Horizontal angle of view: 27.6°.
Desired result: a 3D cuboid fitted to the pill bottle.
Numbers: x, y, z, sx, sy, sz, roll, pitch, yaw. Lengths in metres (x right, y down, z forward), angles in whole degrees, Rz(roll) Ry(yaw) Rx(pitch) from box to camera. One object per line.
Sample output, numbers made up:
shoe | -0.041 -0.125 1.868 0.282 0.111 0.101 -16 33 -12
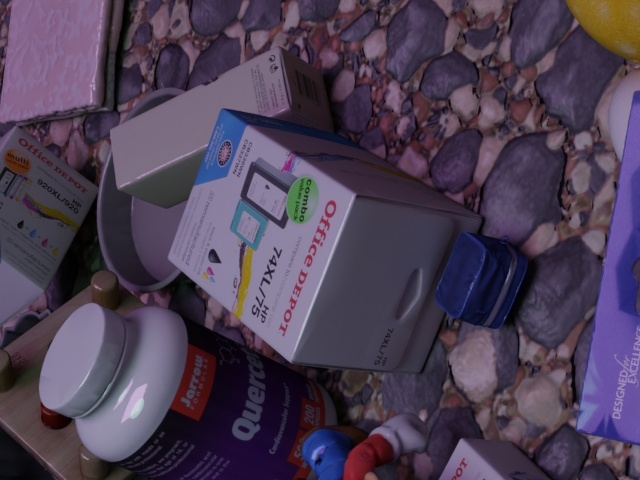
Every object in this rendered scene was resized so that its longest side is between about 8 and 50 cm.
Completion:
pill bottle | -0.148 0.190 1.480 0.181 0.323 0.181 -34 40 35

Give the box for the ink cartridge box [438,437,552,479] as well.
ink cartridge box | 0.188 0.304 1.273 0.191 0.082 0.139 42 114 44

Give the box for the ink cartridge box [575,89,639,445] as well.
ink cartridge box | 0.372 0.041 1.032 0.307 0.072 0.303 9 91 20

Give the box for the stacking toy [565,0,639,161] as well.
stacking toy | 0.304 -0.277 1.139 0.350 0.350 0.480 14 108 50

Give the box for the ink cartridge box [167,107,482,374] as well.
ink cartridge box | 0.000 0.000 1.464 0.270 0.197 0.198 34 108 47

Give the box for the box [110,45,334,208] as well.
box | -0.127 -0.138 1.655 0.275 0.113 0.094 -21 66 25

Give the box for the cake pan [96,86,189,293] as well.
cake pan | -0.218 -0.068 1.842 0.293 0.054 0.293 -13 73 47

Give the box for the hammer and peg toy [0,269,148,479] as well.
hammer and peg toy | -0.323 0.210 1.646 0.266 0.361 0.127 37 146 23

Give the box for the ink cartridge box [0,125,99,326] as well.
ink cartridge box | -0.480 -0.018 1.975 0.168 0.171 0.232 -33 26 39

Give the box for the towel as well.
towel | -0.419 -0.353 2.138 0.332 0.053 0.317 0 83 50

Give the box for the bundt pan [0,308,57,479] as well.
bundt pan | -0.377 0.269 1.901 0.331 0.124 0.331 -14 71 47

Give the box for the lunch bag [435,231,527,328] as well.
lunch bag | 0.173 0.039 1.360 0.098 0.065 0.067 -68 26 15

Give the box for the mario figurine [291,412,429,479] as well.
mario figurine | 0.054 0.295 1.307 0.320 0.170 0.198 -141 38 -78
